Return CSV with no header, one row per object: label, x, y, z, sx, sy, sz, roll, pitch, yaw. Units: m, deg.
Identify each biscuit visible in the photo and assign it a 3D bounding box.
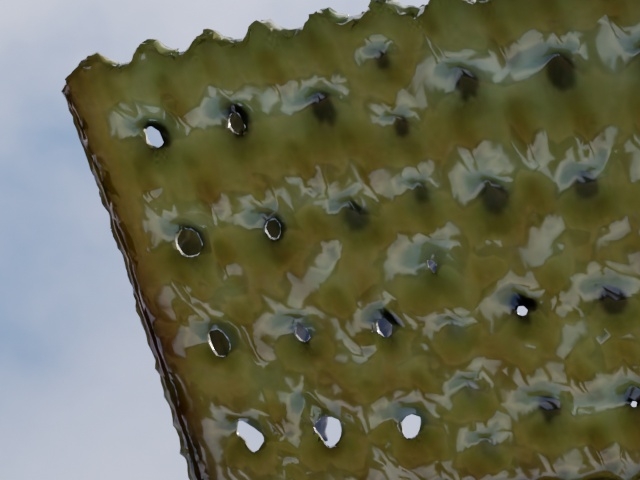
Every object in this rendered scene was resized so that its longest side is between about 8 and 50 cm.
biscuit,0.047,0.003,0.421,0.203,0.144,0.016,-9,-157,20

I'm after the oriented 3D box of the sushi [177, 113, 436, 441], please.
sushi,-0.002,0.002,1.717,0.299,0.281,0.294,40,-61,61
